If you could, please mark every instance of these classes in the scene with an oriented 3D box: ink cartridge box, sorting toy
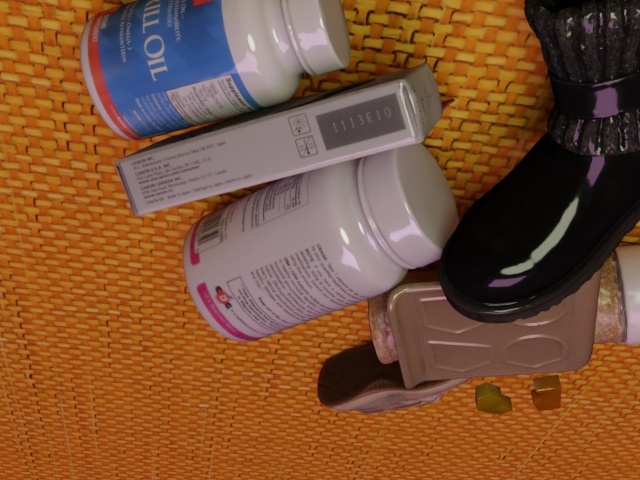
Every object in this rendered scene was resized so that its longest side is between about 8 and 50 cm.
[{"bbox_3d":[-0.019,-0.108,0.869,0.275,0.239,0.060,-13,104,19],"label":"ink cartridge box"},{"bbox_3d":[0.206,0.123,1.067,0.229,0.041,0.307,-9,143,7],"label":"sorting toy"}]

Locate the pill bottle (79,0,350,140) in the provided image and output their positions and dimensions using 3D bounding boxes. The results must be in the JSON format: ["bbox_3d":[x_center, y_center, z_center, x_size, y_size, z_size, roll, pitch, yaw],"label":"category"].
[{"bbox_3d":[-0.091,-0.173,0.817,0.221,0.124,0.124,-13,140,17],"label":"pill bottle"}]

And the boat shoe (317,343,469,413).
[{"bbox_3d":[0.130,0.189,1.304,0.098,0.109,0.302,27,142,-37],"label":"boat shoe"}]

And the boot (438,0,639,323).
[{"bbox_3d":[0.224,-0.101,0.822,0.348,0.131,0.260,-40,141,-4],"label":"boot"}]

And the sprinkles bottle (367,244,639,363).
[{"bbox_3d":[0.242,0.083,1.139,0.355,0.121,0.121,-7,142,11],"label":"sprinkles bottle"}]

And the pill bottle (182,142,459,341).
[{"bbox_3d":[0.000,0.000,1.010,0.283,0.160,0.160,-23,137,29],"label":"pill bottle"}]
